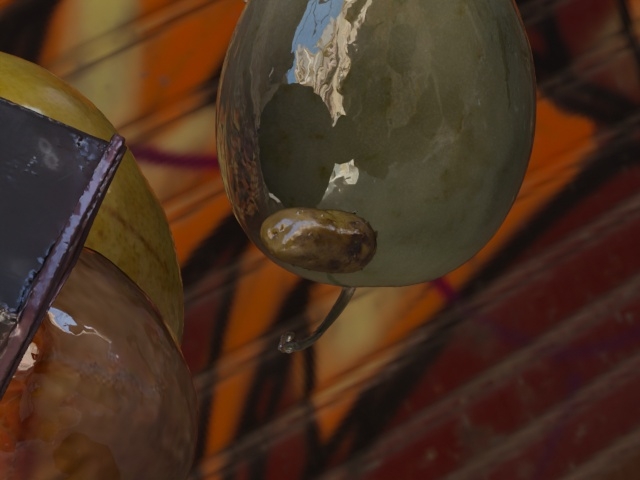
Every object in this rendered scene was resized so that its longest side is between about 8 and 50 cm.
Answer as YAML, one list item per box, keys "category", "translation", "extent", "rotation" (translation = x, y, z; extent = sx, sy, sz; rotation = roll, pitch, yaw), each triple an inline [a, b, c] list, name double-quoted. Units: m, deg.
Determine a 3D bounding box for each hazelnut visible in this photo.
- category: "hazelnut"
  translation: [-0.165, 0.088, 0.894]
  extent: [0.214, 0.214, 0.176]
  rotation: [-12, 58, 31]

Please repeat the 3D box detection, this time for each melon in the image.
- category: "melon"
  translation: [0.044, -0.102, 1.326]
  extent: [0.271, 0.308, 0.272]
  rotation: [7, 43, -6]

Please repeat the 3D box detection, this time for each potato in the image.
- category: "potato"
  translation: [0.000, 0.000, 1.101]
  extent: [0.083, 0.040, 0.051]
  rotation: [4, 11, -35]

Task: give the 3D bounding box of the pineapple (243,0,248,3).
- category: "pineapple"
  translation: [0.027, -0.149, 1.691]
  extent: [0.169, 0.340, 0.169]
  rotation: [-11, -3, -1]

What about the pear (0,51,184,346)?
- category: "pear"
  translation: [-0.239, 0.033, 1.123]
  extent: [0.314, 0.314, 0.314]
  rotation: [-22, 21, 9]

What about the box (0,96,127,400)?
- category: "box"
  translation: [-0.100, 0.001, 0.473]
  extent: [0.060, 0.063, 0.085]
  rotation: [-60, 6, 42]
